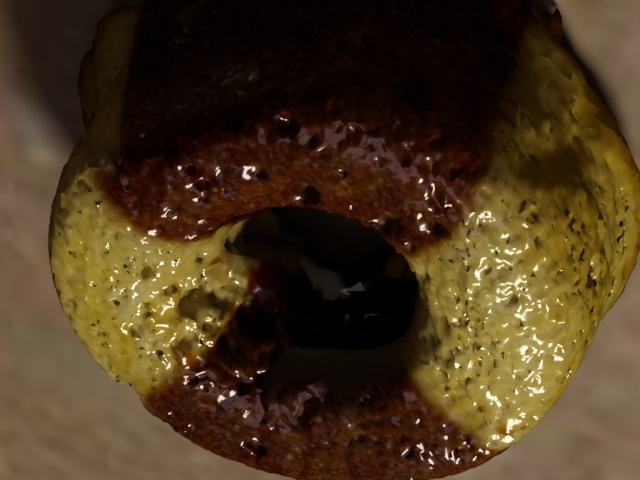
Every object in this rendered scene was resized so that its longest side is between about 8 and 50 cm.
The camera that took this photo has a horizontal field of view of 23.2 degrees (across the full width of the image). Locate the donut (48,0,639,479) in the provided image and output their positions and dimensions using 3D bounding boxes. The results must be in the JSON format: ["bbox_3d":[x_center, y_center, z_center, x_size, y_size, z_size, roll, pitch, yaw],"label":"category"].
[{"bbox_3d":[0.000,0.000,0.358,0.140,0.059,0.140,11,132,12],"label":"donut"}]
